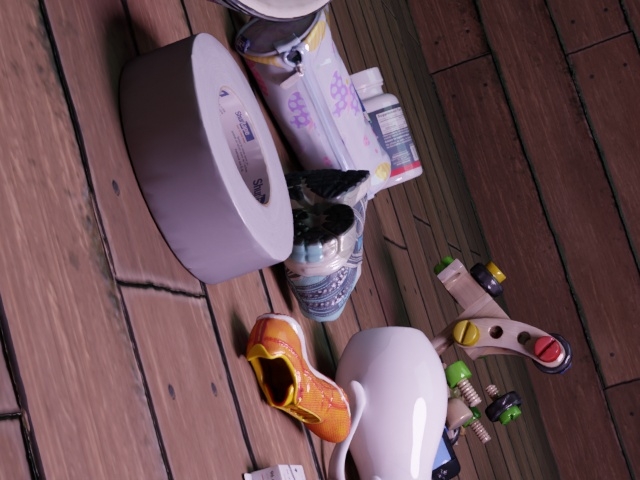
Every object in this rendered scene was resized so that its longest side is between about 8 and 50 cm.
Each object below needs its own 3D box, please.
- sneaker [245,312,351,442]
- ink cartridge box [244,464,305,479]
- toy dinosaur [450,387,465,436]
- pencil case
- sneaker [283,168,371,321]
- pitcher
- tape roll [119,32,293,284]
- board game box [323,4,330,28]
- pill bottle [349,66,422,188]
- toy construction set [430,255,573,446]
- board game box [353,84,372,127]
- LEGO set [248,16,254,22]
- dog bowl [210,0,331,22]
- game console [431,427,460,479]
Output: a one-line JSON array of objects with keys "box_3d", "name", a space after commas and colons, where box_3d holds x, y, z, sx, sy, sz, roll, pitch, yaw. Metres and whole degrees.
[{"box_3d": [-0.026, 0.144, 1.194, 0.175, 0.064, 0.067, 55, 39, -36], "name": "sneaker"}, {"box_3d": [-0.035, 0.219, 1.078, 0.083, 0.028, 0.048, 30, 42, -70], "name": "ink cartridge box"}, {"box_3d": [0.209, 0.244, 2.016, 0.092, 0.053, 0.183, -95, 161, -43], "name": "toy dinosaur"}, {"box_3d": [-0.003, -0.167, 1.564, 0.124, 0.113, 0.273, 43, -15, 48], "name": "pencil case"}, {"box_3d": [0.000, 0.000, 1.442, 0.283, 0.110, 0.122, -71, 158, -66], "name": "sneaker"}, {"box_3d": [0.065, 0.198, 1.363, 0.178, 0.125, 0.207, 25, 56, -52], "name": "pitcher"}, {"box_3d": [-0.099, -0.074, 1.136, 0.219, 0.072, 0.219, -20, 90, -78], "name": "tape roll"}, {"box_3d": [-0.050, -0.424, 1.914, 0.165, 0.042, 0.243, -94, 160, -50], "name": "board game box"}, {"box_3d": [0.080, -0.170, 1.946, 0.108, 0.108, 0.180, -32, 102, -77], "name": "pill bottle"}, {"box_3d": [0.181, 0.150, 1.798, 0.309, 0.257, 0.237, -3, 54, -54], "name": "toy construction set"}, {"box_3d": [0.034, -0.186, 1.778, 0.201, 0.035, 0.136, 71, -6, -77], "name": "board game box"}, {"box_3d": [-0.059, -0.338, 1.650, 0.087, 0.093, 0.227, 39, 41, 8], "name": "LEGO set"}, {"box_3d": [-0.093, -0.406, 1.149, 0.408, 0.150, 0.408, -19, 112, -57], "name": "dog bowl"}, {"box_3d": [0.128, 0.279, 1.594, 0.122, 0.107, 0.071, 68, -15, -18], "name": "game console"}]
